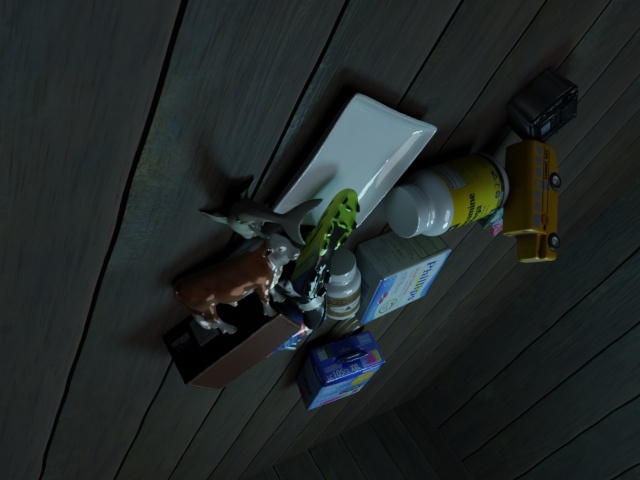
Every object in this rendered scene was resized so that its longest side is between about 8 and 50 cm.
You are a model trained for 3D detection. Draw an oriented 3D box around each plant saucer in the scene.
[{"bbox_3d":[0.151,0.341,2.085,0.277,0.041,0.278,-26,150,-16],"label":"plant saucer"}]

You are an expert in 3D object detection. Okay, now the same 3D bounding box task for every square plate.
[{"bbox_3d":[0.075,-0.171,1.227,0.344,0.049,0.347,3,133,-50],"label":"square plate"}]

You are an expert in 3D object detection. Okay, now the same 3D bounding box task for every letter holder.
[{"bbox_3d":[-0.228,0.253,1.421,0.301,0.152,0.214,-37,154,1],"label":"letter holder"}]

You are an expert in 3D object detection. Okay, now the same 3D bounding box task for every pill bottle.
[{"bbox_3d":[0.055,0.127,1.557,0.131,0.131,0.229,-27,146,-17],"label":"pill bottle"},{"bbox_3d":[-0.100,0.250,1.581,0.221,0.124,0.124,-26,150,-19],"label":"pill bottle"},{"bbox_3d":[0.348,-0.121,1.457,0.333,0.188,0.188,-20,147,-28],"label":"pill bottle"}]

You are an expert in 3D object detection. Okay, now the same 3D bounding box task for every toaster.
[{"bbox_3d":[0.631,-0.372,1.479,0.168,0.110,0.185,-42,152,8],"label":"toaster"}]

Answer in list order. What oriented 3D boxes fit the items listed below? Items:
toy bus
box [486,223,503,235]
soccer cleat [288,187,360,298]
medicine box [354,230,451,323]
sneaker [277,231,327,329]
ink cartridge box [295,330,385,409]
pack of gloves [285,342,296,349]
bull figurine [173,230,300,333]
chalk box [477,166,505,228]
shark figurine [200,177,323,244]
[{"bbox_3d":[0.602,-0.108,1.496,0.130,0.333,0.108,12,168,-27],"label":"toy bus"},{"bbox_3d":[0.669,-0.151,1.831,0.256,0.128,0.123,-34,152,-5],"label":"box"},{"bbox_3d":[-0.001,0.000,1.255,0.093,0.121,0.289,11,106,-44],"label":"soccer cleat"},{"bbox_3d":[0.240,0.102,1.711,0.289,0.149,0.264,-19,147,-27],"label":"medicine box"},{"bbox_3d":[-0.059,0.116,1.427,0.146,0.122,0.331,-11,125,-18],"label":"sneaker"},{"bbox_3d":[0.076,0.507,2.071,0.269,0.151,0.396,-14,149,-24],"label":"ink cartridge box"},{"bbox_3d":[-0.126,0.338,1.766,0.232,0.046,0.195,-7,141,-43],"label":"pack of gloves"},{"bbox_3d":[-0.182,0.101,1.232,0.310,0.101,0.189,-20,112,1],"label":"bull figurine"},{"bbox_3d":[0.544,-0.132,1.630,0.132,0.213,0.132,-17,147,-34],"label":"chalk box"},{"bbox_3d":[-0.130,-0.072,1.067,0.166,0.278,0.116,26,75,-28],"label":"shark figurine"}]
